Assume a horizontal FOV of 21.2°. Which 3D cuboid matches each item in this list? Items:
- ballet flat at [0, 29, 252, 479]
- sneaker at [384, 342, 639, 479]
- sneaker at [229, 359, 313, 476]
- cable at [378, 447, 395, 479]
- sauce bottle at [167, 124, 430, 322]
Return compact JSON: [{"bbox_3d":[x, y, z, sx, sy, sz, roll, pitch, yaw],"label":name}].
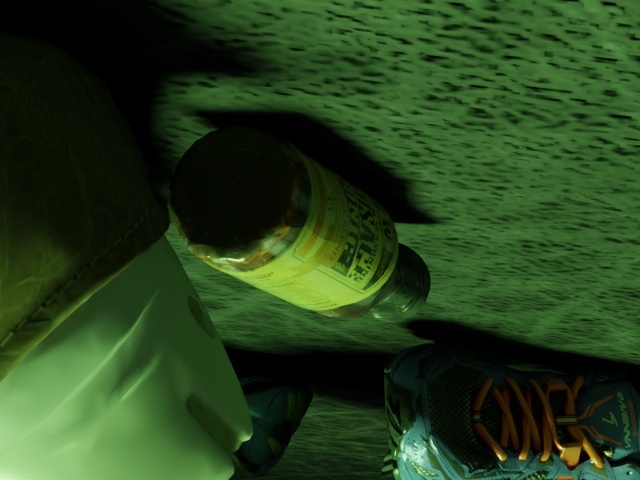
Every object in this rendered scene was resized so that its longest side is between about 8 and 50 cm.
[{"bbox_3d":[-0.079,0.033,0.475,0.124,0.116,0.342,46,169,2],"label":"ballet flat"},{"bbox_3d":[0.113,0.088,0.832,0.087,0.083,0.221,-20,158,41],"label":"sneaker"},{"bbox_3d":[-0.051,0.102,1.053,0.078,0.067,0.188,28,172,5],"label":"sneaker"},{"bbox_3d":[0.166,0.193,1.272,0.257,0.089,0.257,13,169,-27],"label":"cable"},{"bbox_3d":[0.000,0.000,0.512,0.042,0.042,0.128,3,171,24],"label":"sauce bottle"}]
